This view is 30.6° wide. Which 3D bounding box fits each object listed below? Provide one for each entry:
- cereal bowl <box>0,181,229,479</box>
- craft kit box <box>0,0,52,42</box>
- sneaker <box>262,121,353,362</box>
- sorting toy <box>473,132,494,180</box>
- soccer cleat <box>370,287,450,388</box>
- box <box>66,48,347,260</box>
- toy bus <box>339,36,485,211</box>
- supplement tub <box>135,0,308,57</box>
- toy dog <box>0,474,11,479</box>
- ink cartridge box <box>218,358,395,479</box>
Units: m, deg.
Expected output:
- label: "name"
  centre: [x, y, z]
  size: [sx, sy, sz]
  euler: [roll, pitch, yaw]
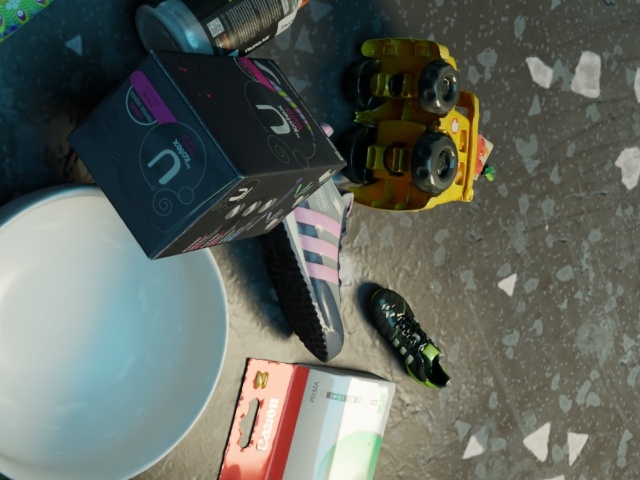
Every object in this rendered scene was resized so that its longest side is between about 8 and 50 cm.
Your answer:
- label: "cereal bowl"
  centre: [-0.277, 0.096, 1.296]
  size: [0.339, 0.141, 0.339]
  euler: [-9, 106, -34]
- label: "craft kit box"
  centre: [-0.344, -0.357, 1.205]
  size: [0.247, 0.061, 0.250]
  euler: [-47, 123, -22]
- label: "sneaker"
  centre: [0.000, 0.000, 1.494]
  size: [0.131, 0.112, 0.319]
  euler: [-26, 115, -26]
- label: "sorting toy"
  centre: [0.231, -0.120, 1.696]
  size: [0.083, 0.012, 0.062]
  euler: [29, 82, -36]
- label: "soccer cleat"
  centre: [0.130, 0.137, 1.642]
  size: [0.060, 0.072, 0.179]
  euler: [-44, 122, -20]
- label: "box"
  centre: [-0.113, -0.097, 1.266]
  size: [0.165, 0.143, 0.270]
  euler: [54, 23, 9]
- label: "toy bus"
  centre: [0.147, -0.152, 1.559]
  size: [0.211, 0.149, 0.220]
  euler: [-3, 100, -49]
- label: "supplement tub"
  centre: [-0.109, -0.268, 1.353]
  size: [0.190, 0.117, 0.117]
  euler: [-37, 119, -23]
- label: "toy dog"
  centre: [-0.227, 0.481, 1.305]
  size: [0.395, 0.284, 0.408]
  euler: [5, 92, -37]
- label: "ink cartridge box"
  centre: [-0.013, 0.261, 1.580]
  size: [0.224, 0.056, 0.181]
  euler: [13, 92, -39]
